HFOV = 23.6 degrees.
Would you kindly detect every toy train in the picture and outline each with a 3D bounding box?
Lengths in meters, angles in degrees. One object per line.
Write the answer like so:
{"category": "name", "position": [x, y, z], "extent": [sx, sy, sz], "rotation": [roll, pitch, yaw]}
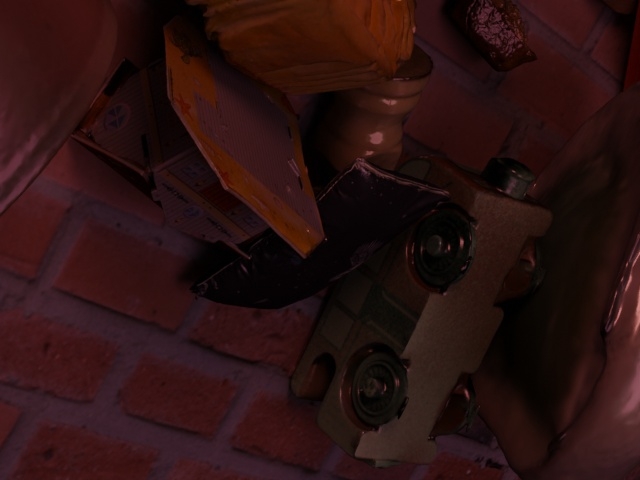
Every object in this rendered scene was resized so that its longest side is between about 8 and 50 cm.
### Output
{"category": "toy train", "position": [0.099, 0.059, 1.469], "extent": [0.129, 0.159, 0.326], "rotation": [12, 108, -44]}

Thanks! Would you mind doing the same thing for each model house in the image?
{"category": "model house", "position": [-0.113, -0.067, 1.209], "extent": [0.136, 0.207, 0.219], "rotation": [-27, 144, 20]}

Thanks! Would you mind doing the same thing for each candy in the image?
{"category": "candy", "position": [0.289, 0.041, 1.498], "extent": [0.186, 0.386, 0.427], "rotation": [21, 89, -13]}

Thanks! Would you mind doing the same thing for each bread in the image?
{"category": "bread", "position": [-0.024, -0.215, 1.175], "extent": [0.250, 0.133, 0.179], "rotation": [34, 57, -59]}

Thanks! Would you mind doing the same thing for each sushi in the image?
{"category": "sushi", "position": [0.166, -0.203, 1.448], "extent": [0.060, 0.061, 0.118], "rotation": [-45, 137, 2]}

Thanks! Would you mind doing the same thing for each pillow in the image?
{"category": "pillow", "position": [0.000, 0.000, 1.345], "extent": [0.208, 0.055, 0.141], "rotation": [-35, 152, 26]}

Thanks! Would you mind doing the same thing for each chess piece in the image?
{"category": "chess piece", "position": [0.035, -0.085, 1.386], "extent": [0.090, 0.090, 0.200], "rotation": [-15, 134, -38]}

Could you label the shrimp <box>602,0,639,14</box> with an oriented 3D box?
{"category": "shrimp", "position": [0.371, -0.298, 1.590], "extent": [0.287, 0.063, 0.152], "rotation": [6, 110, -43]}

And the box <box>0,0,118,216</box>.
{"category": "box", "position": [-0.296, -0.129, 0.877], "extent": [0.301, 0.301, 0.216], "rotation": [-50, 133, -10]}

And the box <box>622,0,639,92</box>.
{"category": "box", "position": [0.389, -0.218, 1.610], "extent": [0.123, 0.050, 0.229], "rotation": [-25, 144, -19]}
